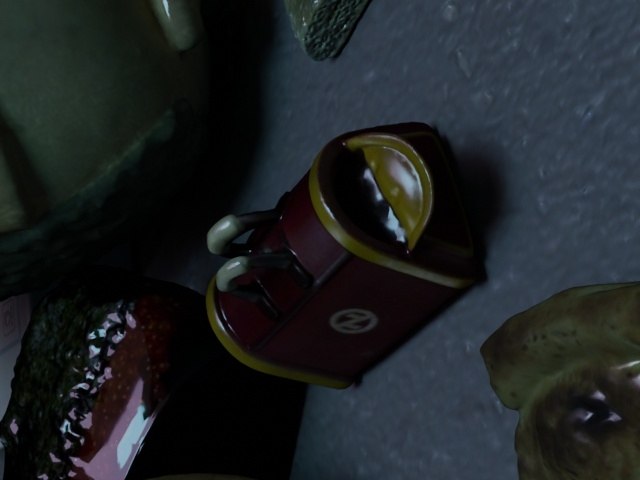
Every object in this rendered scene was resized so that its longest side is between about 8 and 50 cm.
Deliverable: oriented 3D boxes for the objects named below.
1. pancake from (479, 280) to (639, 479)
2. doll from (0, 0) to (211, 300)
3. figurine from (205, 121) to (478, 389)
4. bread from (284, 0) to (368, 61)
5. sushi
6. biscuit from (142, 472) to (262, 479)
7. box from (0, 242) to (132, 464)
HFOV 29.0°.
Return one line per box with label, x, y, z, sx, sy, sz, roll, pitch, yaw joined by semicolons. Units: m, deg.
pancake;0.112;0.127;0.437;0.212;0.029;0.235;23;109;54
doll;-0.227;-0.065;0.684;0.247;0.349;0.247;56;176;6
figurine;0.001;0.000;0.554;0.154;0.098;0.082;-48;46;48
bread;0.016;-0.194;0.596;0.193;0.036;0.112;-55;44;39
sushi;-0.102;0.128;0.670;0.126;0.136;0.225;26;105;46
biscuit;-0.061;0.198;0.553;0.049;0.208;0.181;98;161;-65
box;-0.190;0.015;0.861;0.135;0.079;0.269;-28;65;53
